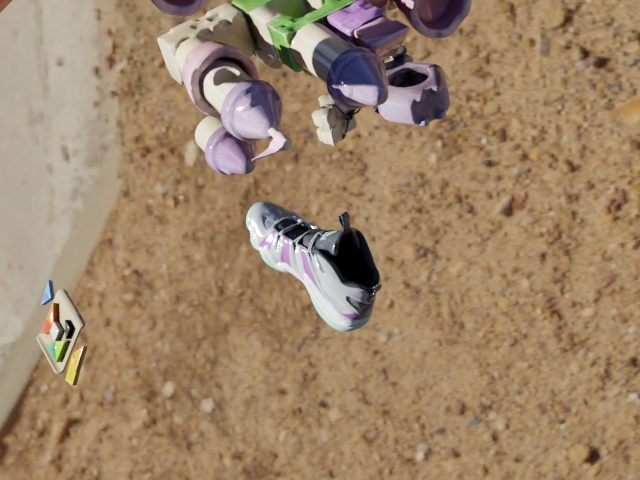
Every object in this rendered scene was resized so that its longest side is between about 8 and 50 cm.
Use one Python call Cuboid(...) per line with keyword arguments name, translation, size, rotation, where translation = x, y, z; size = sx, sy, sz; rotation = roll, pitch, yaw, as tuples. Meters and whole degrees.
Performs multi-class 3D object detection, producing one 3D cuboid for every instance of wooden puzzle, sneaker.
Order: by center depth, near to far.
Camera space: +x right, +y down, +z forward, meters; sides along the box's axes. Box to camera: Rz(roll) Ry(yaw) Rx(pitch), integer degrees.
Cuboid(name="sneaker", translation=(0.000, 0.000, 0.628), size=(0.098, 0.038, 0.069), rotation=(43, 148, 13))
Cuboid(name="wooden puzzle", translation=(-0.289, 0.101, 1.222), size=(0.116, 0.014, 0.078), rotation=(41, 113, 42))

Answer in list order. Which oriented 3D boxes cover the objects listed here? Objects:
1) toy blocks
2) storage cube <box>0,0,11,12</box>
Cuboid(name="toy blocks", translation=(0.014, -0.170, 1.015), size=(0.260, 0.288, 0.309), rotation=(44, 157, 50))
Cuboid(name="storage cube", translation=(-0.307, -0.267, 0.834), size=(0.183, 0.215, 0.193), rotation=(44, 88, -5))
